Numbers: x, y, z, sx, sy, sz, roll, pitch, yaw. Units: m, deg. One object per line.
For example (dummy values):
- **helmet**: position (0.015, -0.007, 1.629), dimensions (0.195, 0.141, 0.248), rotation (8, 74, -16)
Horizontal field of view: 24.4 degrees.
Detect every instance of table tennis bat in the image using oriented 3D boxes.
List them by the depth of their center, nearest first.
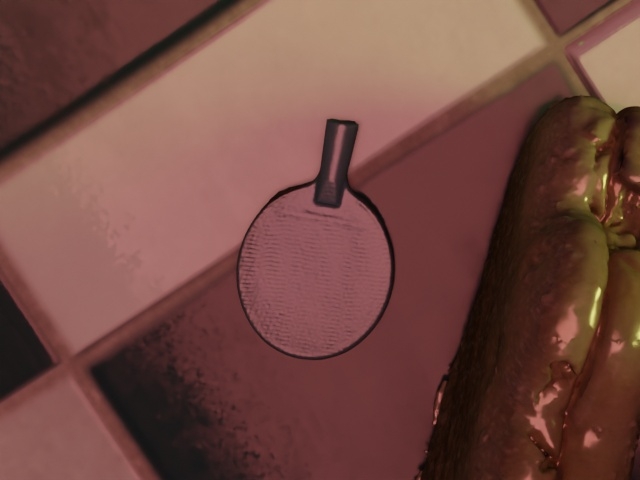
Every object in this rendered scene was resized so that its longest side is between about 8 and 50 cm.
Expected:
- **table tennis bat**: position (0.000, 0.000, 0.935), dimensions (0.100, 0.019, 0.155), rotation (10, 99, 4)

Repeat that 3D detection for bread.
- **bread**: position (0.134, 0.086, 0.853), dimensions (0.102, 0.183, 0.337), rotation (13, 98, -4)
